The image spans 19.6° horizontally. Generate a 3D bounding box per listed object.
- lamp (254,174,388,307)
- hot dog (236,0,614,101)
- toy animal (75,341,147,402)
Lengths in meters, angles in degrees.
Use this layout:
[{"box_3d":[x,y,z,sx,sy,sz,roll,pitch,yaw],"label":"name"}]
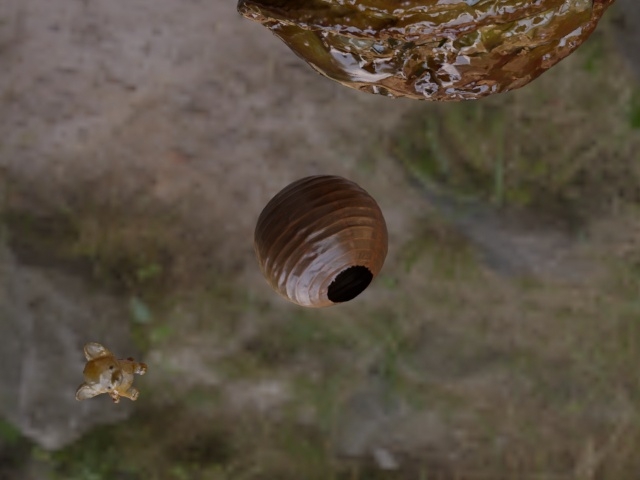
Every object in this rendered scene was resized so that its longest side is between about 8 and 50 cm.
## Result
[{"box_3d":[0.000,0.000,1.856,0.136,0.136,0.136,3,165,1],"label":"lamp"},{"box_3d":[0.102,-0.242,1.813,0.387,0.174,0.267,-4,163,16],"label":"hot dog"},{"box_3d":[-0.216,0.131,1.838,0.081,0.060,0.083,21,-177,38],"label":"toy animal"}]
